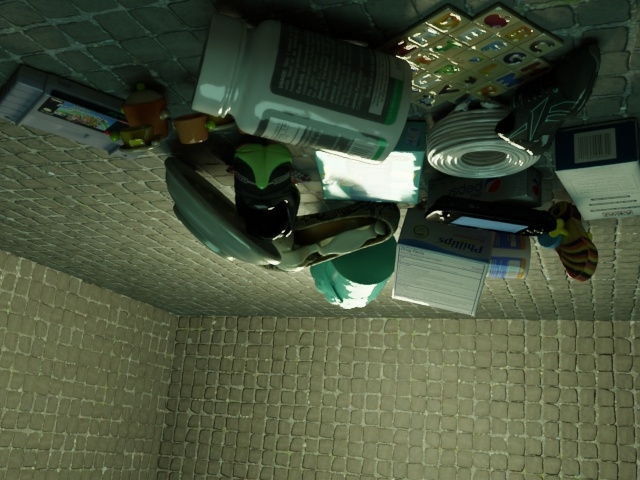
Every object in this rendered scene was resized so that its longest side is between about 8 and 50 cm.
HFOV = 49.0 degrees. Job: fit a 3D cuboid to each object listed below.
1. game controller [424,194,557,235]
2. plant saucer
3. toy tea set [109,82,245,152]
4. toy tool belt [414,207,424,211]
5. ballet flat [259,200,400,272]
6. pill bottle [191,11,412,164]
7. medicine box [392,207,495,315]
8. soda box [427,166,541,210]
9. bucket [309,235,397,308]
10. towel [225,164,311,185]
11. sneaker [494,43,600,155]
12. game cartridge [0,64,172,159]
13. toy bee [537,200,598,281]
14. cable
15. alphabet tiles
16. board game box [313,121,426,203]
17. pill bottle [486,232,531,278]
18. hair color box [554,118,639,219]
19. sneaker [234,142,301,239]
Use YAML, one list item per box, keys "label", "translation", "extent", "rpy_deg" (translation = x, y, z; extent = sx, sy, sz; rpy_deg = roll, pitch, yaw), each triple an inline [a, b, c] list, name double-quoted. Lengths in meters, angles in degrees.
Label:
- label: "game controller"
  translation: [0.431, -0.053, 1.791]
  extent: [0.319, 0.067, 0.166]
  rpy_deg: [9, 162, -6]
- label: "plant saucer"
  translation: [-0.278, -0.052, 1.848]
  extent: [0.400, 0.100, 0.400]
  rpy_deg: [44, -177, -3]
- label: "toy tea set"
  translation: [-0.277, -0.281, 1.486]
  extent: [0.336, 0.124, 0.200]
  rpy_deg: [-11, -160, -9]
- label: "toy tool belt"
  translation: [0.296, -0.064, 2.142]
  extent: [0.052, 0.051, 0.083]
  rpy_deg: [8, 163, -12]
- label: "ballet flat"
  translation: [0.000, 0.000, 2.045]
  extent: [0.482, 0.164, 0.182]
  rpy_deg: [-18, -158, 15]
- label: "pill bottle"
  translation: [-0.036, -0.272, 1.255]
  extent: [0.361, 0.204, 0.204]
  rpy_deg: [13, 162, -14]
- label: "medicine box"
  translation: [0.363, 0.067, 2.094]
  extent: [0.263, 0.149, 0.289]
  rpy_deg: [12, 144, 11]
- label: "soda box"
  translation: [0.426, -0.123, 1.837]
  extent: [0.286, 0.091, 0.098]
  rpy_deg: [-8, 159, 38]
- label: "bucket"
  translation: [0.110, 0.060, 2.250]
  extent: [0.281, 0.281, 0.183]
  rpy_deg: [8, 154, -12]
- label: "towel"
  translation: [-0.142, -0.177, 1.929]
  extent: [0.197, 0.029, 0.144]
  rpy_deg: [20, 159, -41]
- label: "sneaker"
  translation: [0.421, -0.260, 1.308]
  extent: [0.106, 0.101, 0.267]
  rpy_deg: [19, 143, -4]
- label: "game cartridge"
  translation: [-0.554, -0.285, 1.636]
  extent: [0.355, 0.068, 0.230]
  rpy_deg: [17, 164, -35]
- label: "toy bee"
  translation: [0.662, -0.042, 1.905]
  extent: [0.195, 0.298, 0.162]
  rpy_deg: [-4, 137, -55]
- label: "cable"
  translation: [0.363, -0.211, 1.545]
  extent: [0.257, 0.089, 0.257]
  rpy_deg: [8, 164, -21]
- label: "alphabet tiles"
  translation: [0.259, -0.333, 1.319]
  extent: [0.285, 0.011, 0.342]
  rpy_deg: [16, 160, -33]
- label: "board game box"
  translation: [0.123, -0.189, 1.723]
  extent: [0.253, 0.079, 0.336]
  rpy_deg: [3, 163, 6]
- label: "pill bottle"
  translation: [0.525, 0.041, 2.256]
  extent: [0.271, 0.152, 0.152]
  rpy_deg: [4, 164, 5]
- label: "hair color box"
  translation: [0.670, -0.154, 1.636]
  extent: [0.173, 0.105, 0.347]
  rpy_deg: [-4, 161, 30]
- label: "sneaker"
  translation: [-0.149, -0.090, 1.813]
  extent: [0.185, 0.202, 0.483]
  rpy_deg: [3, 166, 4]
